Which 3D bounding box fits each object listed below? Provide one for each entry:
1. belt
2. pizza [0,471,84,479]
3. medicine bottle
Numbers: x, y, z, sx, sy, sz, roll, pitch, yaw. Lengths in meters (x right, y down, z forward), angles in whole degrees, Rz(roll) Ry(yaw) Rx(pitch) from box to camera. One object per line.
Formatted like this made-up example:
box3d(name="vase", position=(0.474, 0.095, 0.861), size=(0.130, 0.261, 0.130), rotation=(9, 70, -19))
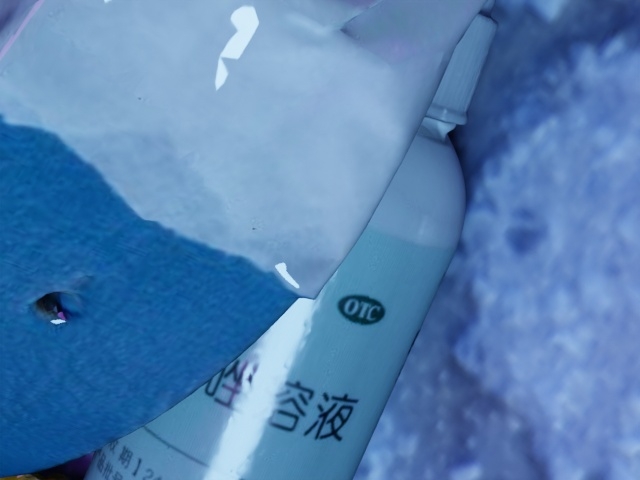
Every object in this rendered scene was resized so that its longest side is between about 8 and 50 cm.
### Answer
box3d(name="belt", position=(-0.129, -0.068, 0.591), size=(0.436, 0.173, 0.300), rotation=(-23, 49, 47))
box3d(name="pizza", position=(-0.191, 0.149, 0.759), size=(0.188, 0.062, 0.199), rotation=(-40, 64, 9))
box3d(name="medicine bottle", position=(0.000, 0.000, 0.624), size=(0.110, 0.110, 0.352), rotation=(29, 103, 26))
